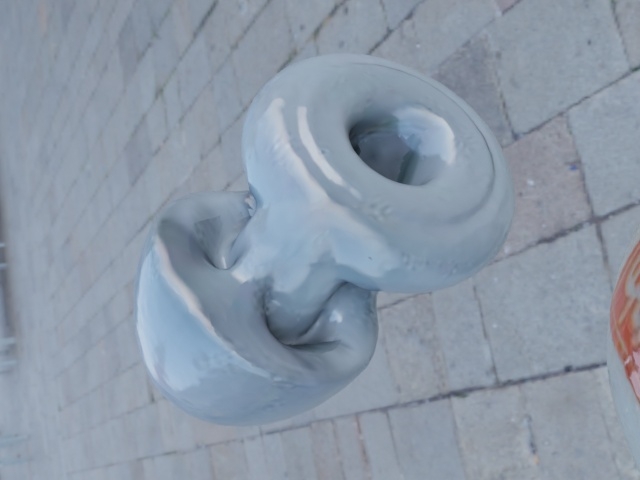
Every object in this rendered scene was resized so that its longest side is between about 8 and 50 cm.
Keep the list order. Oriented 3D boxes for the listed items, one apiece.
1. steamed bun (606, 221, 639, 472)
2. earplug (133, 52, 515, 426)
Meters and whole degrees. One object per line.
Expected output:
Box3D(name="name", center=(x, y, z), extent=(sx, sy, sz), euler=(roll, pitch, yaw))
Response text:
Box3D(name="steamed bun", center=(0.337, 0.065, 0.551), extent=(0.374, 0.241, 0.374), euler=(-36, 47, 52))
Box3D(name="earplug", center=(0.000, -0.004, 0.660), extent=(0.214, 0.325, 0.175), euler=(42, 168, 12))
